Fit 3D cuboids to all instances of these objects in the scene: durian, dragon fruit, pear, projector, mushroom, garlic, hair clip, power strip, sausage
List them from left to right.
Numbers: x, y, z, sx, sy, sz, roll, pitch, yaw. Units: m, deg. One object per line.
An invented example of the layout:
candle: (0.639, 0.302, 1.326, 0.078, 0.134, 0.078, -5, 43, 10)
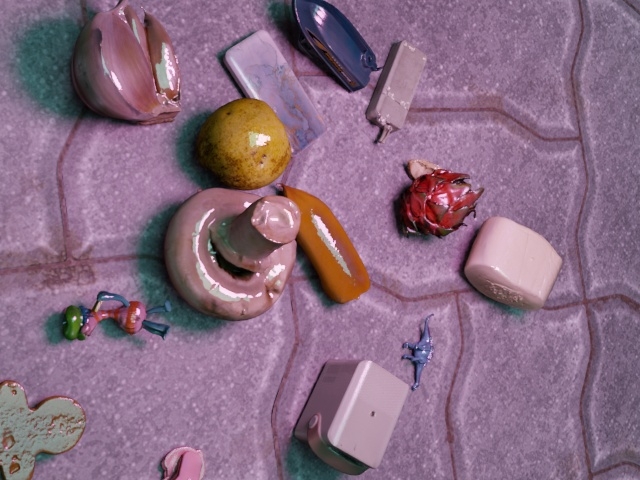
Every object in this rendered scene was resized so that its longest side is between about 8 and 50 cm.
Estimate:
garlic: (-0.386, -0.351, 1.561, 0.237, 0.210, 0.292, -34, 110, -23)
hair clip: (-0.294, 0.503, 1.604, 0.123, 0.102, 0.138, 31, 37, -26)
pear: (-0.169, -0.201, 1.676, 0.197, 0.197, 0.197, 4, 81, -31)
mushroom: (-0.160, 0.018, 1.595, 0.292, 0.290, 0.293, 8, 75, -31)
sausage: (0.003, -0.004, 1.810, 0.112, 0.112, 0.328, -36, 100, -30)
projector: (0.064, 0.394, 1.748, 0.163, 0.177, 0.243, 34, 67, -21)
power strip: (0.188, -0.373, 1.996, 0.093, 0.053, 0.288, 31, 69, -26)
durian: (0.272, -0.172, 2.015, 0.130, 0.066, 0.052, 18, 74, -19)
dragon fruit: (0.292, -0.091, 1.953, 0.188, 0.182, 0.182, -4, 86, -24)

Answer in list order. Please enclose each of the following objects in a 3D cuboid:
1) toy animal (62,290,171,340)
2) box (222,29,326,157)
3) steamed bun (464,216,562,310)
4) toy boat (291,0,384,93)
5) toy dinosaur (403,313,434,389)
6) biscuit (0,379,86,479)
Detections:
toy animal: (-0.399, 0.148, 1.544, 0.208, 0.100, 0.103, 5, 119, -18)
box: (-0.103, -0.341, 1.823, 0.142, 0.044, 0.285, -42, 106, -32)
steamed bun: (0.502, 0.064, 2.070, 0.250, 0.154, 0.200, 33, 65, -17)
toy boat: (0.022, -0.478, 1.860, 0.296, 0.122, 0.114, 38, 61, -43)
toy dinosaur: (0.249, 0.276, 1.955, 0.080, 0.045, 0.198, 21, 80, -41)
biscuit: (-0.585, 0.357, 1.435, 0.301, 0.049, 0.197, -6, 91, -32)
